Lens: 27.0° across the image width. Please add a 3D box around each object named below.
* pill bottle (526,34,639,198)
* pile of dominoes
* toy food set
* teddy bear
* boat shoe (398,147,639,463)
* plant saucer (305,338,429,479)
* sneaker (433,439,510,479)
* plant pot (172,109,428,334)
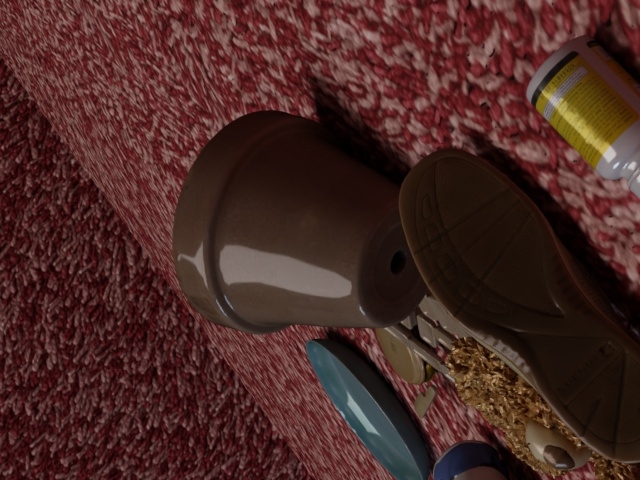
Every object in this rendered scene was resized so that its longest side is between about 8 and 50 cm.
[{"bbox_3d":[0.206,-0.084,0.940,0.116,0.065,0.065,50,165,19],"label":"pill bottle"},{"bbox_3d":[0.150,0.103,1.670,0.251,0.040,0.196,36,159,30],"label":"pile of dominoes"},{"bbox_3d":[0.117,0.142,1.842,0.192,0.038,0.132,60,162,17],"label":"toy food set"},{"bbox_3d":[0.233,0.189,1.405,0.245,0.113,0.338,56,166,-16],"label":"teddy bear"},{"bbox_3d":[0.194,0.063,1.211,0.341,0.121,0.110,54,-171,20],"label":"boat shoe"},{"bbox_3d":[0.087,0.287,2.251,0.317,0.043,0.317,49,165,19],"label":"plant saucer"},{"bbox_3d":[0.254,0.436,1.775,0.315,0.127,0.182,59,-172,-14],"label":"sneaker"},{"bbox_3d":[0.000,0.000,1.502,0.229,0.263,0.263,18,145,39],"label":"plant pot"}]
